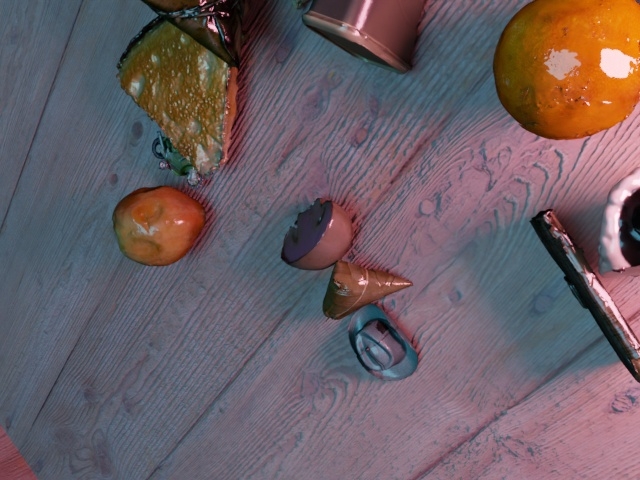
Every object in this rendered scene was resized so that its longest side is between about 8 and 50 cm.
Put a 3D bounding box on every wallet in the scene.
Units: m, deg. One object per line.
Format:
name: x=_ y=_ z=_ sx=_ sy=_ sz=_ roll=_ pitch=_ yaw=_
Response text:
wallet: x=0.459 y=0.088 z=1.041 sx=0.044 sy=0.169 sz=0.317 roll=-33 pitch=84 yaw=12

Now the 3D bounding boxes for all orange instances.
orange: x=0.388 y=-0.272 z=0.943 sx=0.240 sy=0.240 sz=0.240 roll=10 pitch=109 yaw=31

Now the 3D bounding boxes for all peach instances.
peach: x=-0.406 y=-0.039 z=1.572 sx=0.236 sy=0.214 sz=0.214 roll=-11 pitch=97 yaw=18

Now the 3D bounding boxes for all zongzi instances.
zongzi: x=0.099 y=0.135 z=1.368 sx=0.178 sy=0.081 sz=0.189 roll=11 pitch=137 yaw=-4
zongzi: x=-0.207 y=-0.607 z=1.204 sx=0.362 sy=0.319 sz=0.383 roll=-29 pitch=43 yaw=42

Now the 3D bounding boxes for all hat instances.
hat: x=0.127 y=0.237 z=1.356 sx=0.191 sy=0.078 sz=0.138 roll=53 pitch=125 yaw=10

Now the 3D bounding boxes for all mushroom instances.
mushroom: x=0.000 y=0.000 z=1.354 sx=0.117 sy=0.141 sz=0.188 roll=39 pitch=131 yaw=-23

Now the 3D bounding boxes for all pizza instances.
pizza: x=-0.299 y=-0.421 z=1.446 sx=0.435 sy=0.080 sz=0.392 roll=46 pitch=121 yaw=17

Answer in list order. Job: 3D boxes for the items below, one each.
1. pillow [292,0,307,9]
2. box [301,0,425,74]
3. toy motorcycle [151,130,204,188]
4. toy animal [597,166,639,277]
pillow: x=-0.010 y=-0.651 z=1.194 sx=0.274 sy=0.076 sz=0.280 roll=-22 pitch=90 yaw=38
box: x=0.100 y=-0.420 z=1.087 sx=0.138 sy=0.274 sz=0.178 roll=28 pitch=104 yaw=23
toy motorcycle: x=-0.354 y=-0.217 z=1.554 sx=0.190 sy=0.074 sz=0.106 roll=41 pitch=112 yaw=19
toy animal: x=0.531 y=-0.030 z=0.945 sx=0.208 sy=0.204 sz=0.156 roll=-11 pitch=77 yaw=22
